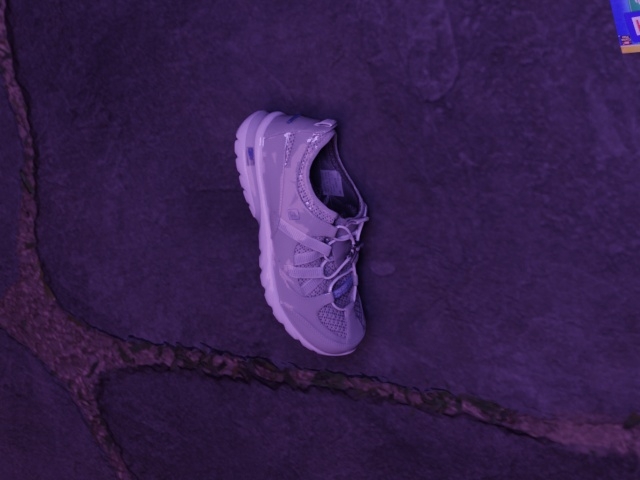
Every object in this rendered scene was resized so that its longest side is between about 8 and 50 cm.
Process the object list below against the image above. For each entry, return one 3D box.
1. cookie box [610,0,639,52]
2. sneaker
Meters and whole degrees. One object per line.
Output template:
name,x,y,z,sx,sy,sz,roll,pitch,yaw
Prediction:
cookie box,0.283,-0.212,1.168,0.092,0.040,0.107,-1,121,34
sneaker,0.000,0.000,1.469,0.115,0.105,0.281,-1,121,34
